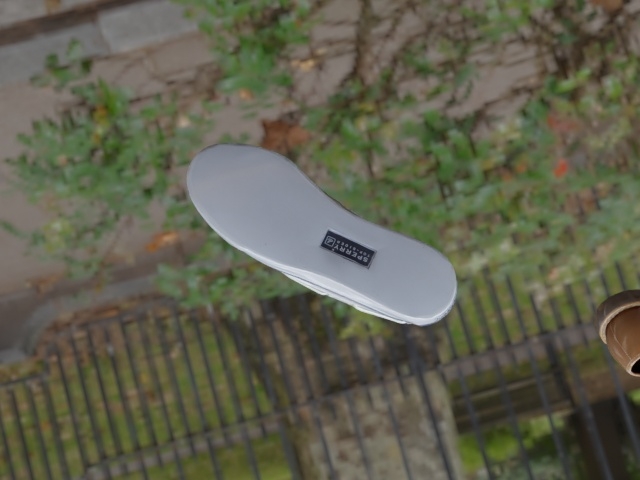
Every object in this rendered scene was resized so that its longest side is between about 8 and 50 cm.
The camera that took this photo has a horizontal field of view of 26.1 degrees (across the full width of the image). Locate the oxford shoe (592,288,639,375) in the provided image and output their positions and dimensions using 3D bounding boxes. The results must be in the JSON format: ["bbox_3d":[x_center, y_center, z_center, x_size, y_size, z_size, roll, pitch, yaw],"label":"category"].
[{"bbox_3d":[0.328,0.089,1.108,0.212,0.076,0.076,0,130,-12],"label":"oxford shoe"}]

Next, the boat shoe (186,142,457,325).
[{"bbox_3d":[0.000,0.000,1.263,0.268,0.096,0.088,24,164,5],"label":"boat shoe"}]
